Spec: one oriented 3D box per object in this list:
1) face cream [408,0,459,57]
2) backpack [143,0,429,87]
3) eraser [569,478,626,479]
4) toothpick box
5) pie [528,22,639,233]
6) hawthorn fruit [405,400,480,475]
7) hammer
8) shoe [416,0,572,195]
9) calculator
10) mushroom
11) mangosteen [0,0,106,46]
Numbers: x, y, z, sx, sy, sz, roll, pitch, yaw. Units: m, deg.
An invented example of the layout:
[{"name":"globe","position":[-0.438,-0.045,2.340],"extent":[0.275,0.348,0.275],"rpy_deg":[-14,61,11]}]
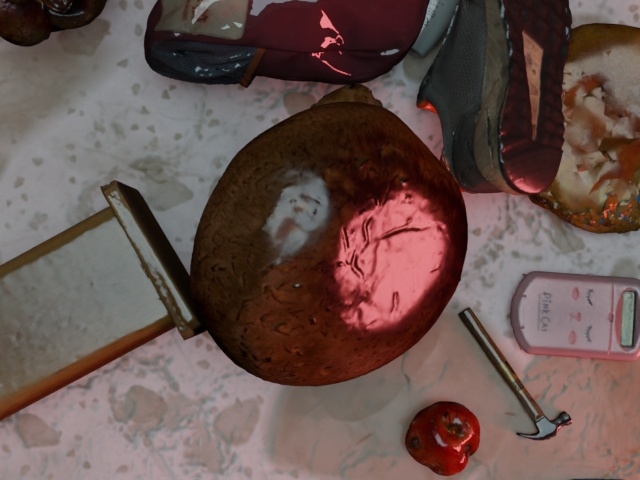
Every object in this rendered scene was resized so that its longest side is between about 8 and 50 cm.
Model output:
[{"name":"face cream","position":[0.145,-0.304,1.820],"extent":[0.072,0.051,0.182],"rpy_deg":[29,87,-2]},{"name":"backpack","position":[-0.029,-0.304,1.745],"extent":[0.317,0.197,0.283],"rpy_deg":[7,85,-6]},{"name":"eraser","position":[0.326,0.391,1.791],"extent":[0.082,0.036,0.225],"rpy_deg":[1,86,-2]},{"name":"toothpick box","position":[-0.301,0.089,1.724],"extent":[0.308,0.187,0.190],"rpy_deg":[-29,89,1]},{"name":"pie","position":[0.345,-0.131,1.809],"extent":[0.273,0.069,0.273],"rpy_deg":[0,92,1]},{"name":"hawthorn fruit","position":[0.143,0.225,1.770],"extent":[0.093,0.093,0.093],"rpy_deg":[0,87,-2]},{"name":"hammer","position":[0.218,0.158,1.813],"extent":[0.062,0.017,0.182],"rpy_deg":[-36,87,-4]},{"name":"shoe","position":[0.185,-0.199,1.775],"extent":[0.132,0.171,0.336],"rpy_deg":[16,69,-37]},{"name":"calculator","position":[0.309,0.089,1.811],"extent":[0.175,0.032,0.100],"rpy_deg":[4,86,-2]},{"name":"mushroom","position":[0.014,0.010,1.664],"extent":[0.345,0.239,0.345],"rpy_deg":[-3,97,-24]},{"name":"mangosteen","position":[-0.311,-0.312,1.709],"extent":[0.211,0.211,0.250],"rpy_deg":[-29,44,-3]}]
